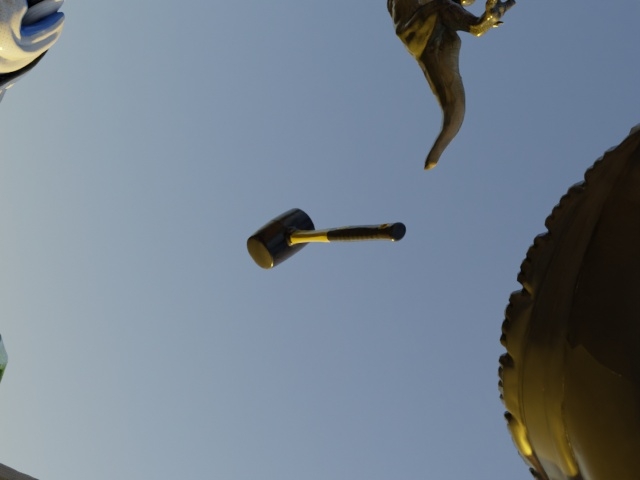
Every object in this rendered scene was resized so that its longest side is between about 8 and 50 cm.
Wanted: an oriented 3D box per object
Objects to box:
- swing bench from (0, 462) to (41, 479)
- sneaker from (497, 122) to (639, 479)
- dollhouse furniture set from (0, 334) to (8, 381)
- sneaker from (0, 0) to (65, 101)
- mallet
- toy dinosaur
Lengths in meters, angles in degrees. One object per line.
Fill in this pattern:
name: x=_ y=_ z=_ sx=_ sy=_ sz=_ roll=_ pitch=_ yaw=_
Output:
swing bench: x=-0.274 y=0.248 z=0.858 sx=0.255 sy=0.253 sz=0.165 roll=-10 pitch=-126 yaw=57
sneaker: x=0.131 y=0.097 z=0.349 sx=0.130 sy=0.109 sz=0.286 roll=20 pitch=-61 yaw=48
dollhouse furniture set: x=-0.266 y=0.071 z=0.486 sx=0.301 sy=0.198 sz=0.151 roll=129 pitch=-22 yaw=-70
sneaker: x=-0.360 y=-0.222 z=1.222 sx=0.130 sy=0.236 sz=0.323 roll=62 pitch=9 yaw=-7
mallet: x=0.000 y=0.000 z=0.942 sx=0.190 sy=0.062 sz=0.039 roll=3 pitch=-58 yaw=60
toy dinosaur: x=0.106 y=-0.188 z=0.909 sx=0.118 sy=0.064 sz=0.268 roll=-36 pitch=-132 yaw=29
